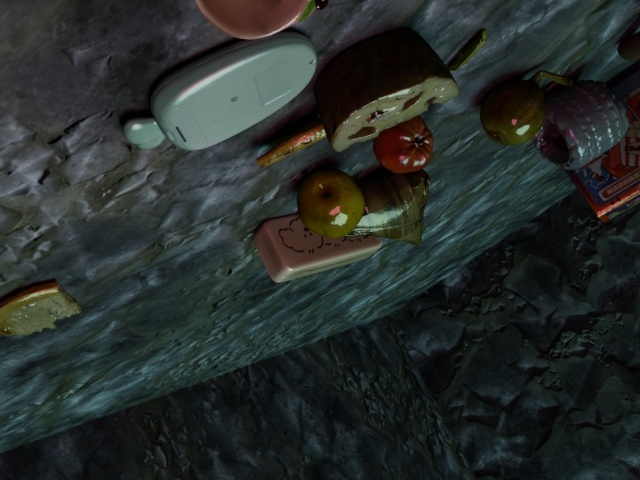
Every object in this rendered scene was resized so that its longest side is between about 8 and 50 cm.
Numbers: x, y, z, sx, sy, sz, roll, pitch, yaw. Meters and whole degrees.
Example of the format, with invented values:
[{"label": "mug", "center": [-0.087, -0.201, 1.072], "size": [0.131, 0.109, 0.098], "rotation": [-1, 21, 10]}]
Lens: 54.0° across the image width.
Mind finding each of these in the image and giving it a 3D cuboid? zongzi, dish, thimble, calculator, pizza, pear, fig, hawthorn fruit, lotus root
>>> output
[{"label": "zongzi", "center": [0.141, -0.040, 1.577], "size": [0.285, 0.134, 0.288], "rotation": [-21, 141, -8]}, {"label": "dish", "center": [-0.049, -0.309, 0.621], "size": [0.213, 0.091, 0.213], "rotation": [-24, 161, -9]}, {"label": "thimble", "center": [0.654, -0.295, 1.609], "size": [0.172, 0.205, 0.236], "rotation": [-29, 168, -1]}, {"label": "calculator", "center": [-0.137, -0.202, 0.892], "size": [0.295, 0.042, 0.184], "rotation": [-28, 164, -4]}, {"label": "pizza", "center": [-0.039, -0.179, 1.106], "size": [0.160, 0.036, 0.099], "rotation": [-25, -169, 10]}, {"label": "pear", "center": [0.021, -0.076, 1.352], "size": [0.148, 0.149, 0.162], "rotation": [-26, 157, -4]}, {"label": "fig", "center": [0.441, -0.304, 1.395], "size": [0.142, 0.147, 0.187], "rotation": [15, 98, -48]}, {"label": "hawthorn fruit", "center": [0.161, -0.200, 1.280], "size": [0.125, 0.140, 0.125], "rotation": [-32, 139, -32]}, {"label": "lotus root", "center": [0.102, -0.248, 1.008], "size": [0.234, 0.119, 0.138], "rotation": [-24, 164, -7]}, {"label": "pizza", "center": [-0.583, 0.155, 1.288], "size": [0.181, 0.034, 0.262], "rotation": [-26, 164, -8]}]

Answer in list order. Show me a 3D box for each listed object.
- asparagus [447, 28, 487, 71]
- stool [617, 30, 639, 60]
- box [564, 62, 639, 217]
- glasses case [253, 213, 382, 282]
[{"label": "asparagus", "center": [0.268, -0.343, 1.158], "size": [0.025, 0.021, 0.108], "rotation": [-13, 159, -44]}, {"label": "stool", "center": [0.870, -0.425, 1.391], "size": [0.310, 0.311, 0.226], "rotation": [-27, 168, -1]}, {"label": "box", "center": [0.886, -0.280, 1.833], "size": [0.348, 0.319, 0.256], "rotation": [-34, 162, 23]}, {"label": "glasses case", "center": [0.000, 0.000, 1.569], "size": [0.336, 0.144, 0.076], "rotation": [-15, 161, -42]}]
